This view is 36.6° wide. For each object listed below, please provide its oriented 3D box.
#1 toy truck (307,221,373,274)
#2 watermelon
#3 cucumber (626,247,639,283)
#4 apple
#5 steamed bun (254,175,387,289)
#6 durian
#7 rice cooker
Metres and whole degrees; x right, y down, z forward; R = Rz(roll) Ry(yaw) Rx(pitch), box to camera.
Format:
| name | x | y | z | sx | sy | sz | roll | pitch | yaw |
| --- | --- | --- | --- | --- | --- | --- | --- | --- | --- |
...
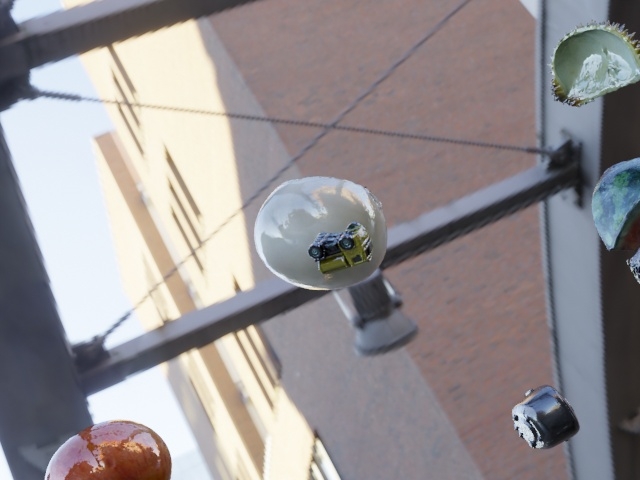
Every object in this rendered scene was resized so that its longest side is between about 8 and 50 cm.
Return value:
| name | x | y | z | sx | sy | sz | roll | pitch | yaw |
| --- | --- | --- | --- | --- | --- | --- | --- | --- | --- |
| toy truck | 0.032 | 0.012 | 1.345 | 0.083 | 0.054 | 0.049 | -18 | 19 | 26 |
| watermelon | 0.603 | -0.050 | 1.759 | 0.207 | 0.202 | 0.136 | -60 | 0 | -23 |
| cucumber | 0.601 | -0.015 | 1.596 | 0.067 | 0.067 | 0.245 | 0 | -42 | -45 |
| apple | -0.339 | 0.394 | 1.579 | 0.209 | 0.164 | 0.210 | -36 | -43 | -43 |
| steamed bun | 0.000 | 0.000 | 2.280 | 0.324 | 0.206 | 0.324 | 5 | -26 | 2 |
| durian | 0.518 | -0.337 | 1.822 | 0.144 | 0.139 | 0.252 | 15 | -23 | -37 |
| rice cooker | 0.520 | 0.411 | 2.240 | 0.118 | 0.142 | 0.203 | -32 | -13 | -10 |
